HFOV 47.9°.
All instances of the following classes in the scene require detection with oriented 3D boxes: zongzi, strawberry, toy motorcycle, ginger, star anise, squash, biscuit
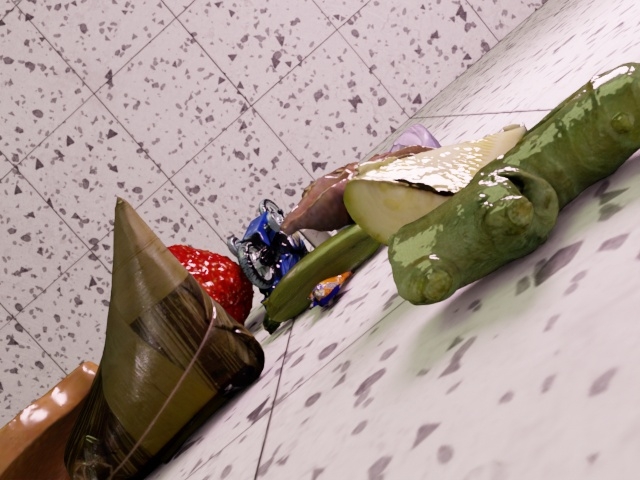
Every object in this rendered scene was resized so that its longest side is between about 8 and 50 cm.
[{"bbox_3d":[-0.264,0.145,0.925,0.289,0.318,0.154,-43,27,-14],"label":"zongzi"},{"bbox_3d":[-0.249,0.130,1.384,0.276,0.258,0.257,-4,-20,-37],"label":"strawberry"},{"bbox_3d":[-0.085,0.030,1.403,0.113,0.169,0.315,-31,18,19],"label":"toy motorcycle"},{"bbox_3d":[0.178,-0.045,0.610,0.289,0.089,0.137,-36,-12,0],"label":"ginger"},{"bbox_3d":[0.080,-0.083,1.219,0.349,0.109,0.292,-13,8,27],"label":"star anise"},{"bbox_3d":[-0.007,0.053,1.121,0.252,0.066,0.066,-40,6,14],"label":"squash"},{"bbox_3d":[0.148,-0.074,0.865,0.169,0.093,0.252,10,30,19],"label":"squash"},{"bbox_3d":[-0.428,0.345,1.038,0.365,0.062,0.385,-49,-12,-47],"label":"biscuit"}]

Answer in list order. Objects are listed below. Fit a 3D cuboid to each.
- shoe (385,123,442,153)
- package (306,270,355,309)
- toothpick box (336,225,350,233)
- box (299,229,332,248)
[{"bbox_3d":[0.158,-0.141,1.405,0.137,0.095,0.245,-45,3,-8],"label":"shoe"},{"bbox_3d":[0.010,0.071,1.041,0.077,0.033,0.111,-49,-1,13],"label":"package"},{"bbox_3d":[0.071,-0.042,1.384,0.083,0.052,0.052,-36,7,27],"label":"toothpick box"},{"bbox_3d":[0.000,0.000,1.372,0.040,0.084,0.154,-40,5,-2],"label":"box"}]
